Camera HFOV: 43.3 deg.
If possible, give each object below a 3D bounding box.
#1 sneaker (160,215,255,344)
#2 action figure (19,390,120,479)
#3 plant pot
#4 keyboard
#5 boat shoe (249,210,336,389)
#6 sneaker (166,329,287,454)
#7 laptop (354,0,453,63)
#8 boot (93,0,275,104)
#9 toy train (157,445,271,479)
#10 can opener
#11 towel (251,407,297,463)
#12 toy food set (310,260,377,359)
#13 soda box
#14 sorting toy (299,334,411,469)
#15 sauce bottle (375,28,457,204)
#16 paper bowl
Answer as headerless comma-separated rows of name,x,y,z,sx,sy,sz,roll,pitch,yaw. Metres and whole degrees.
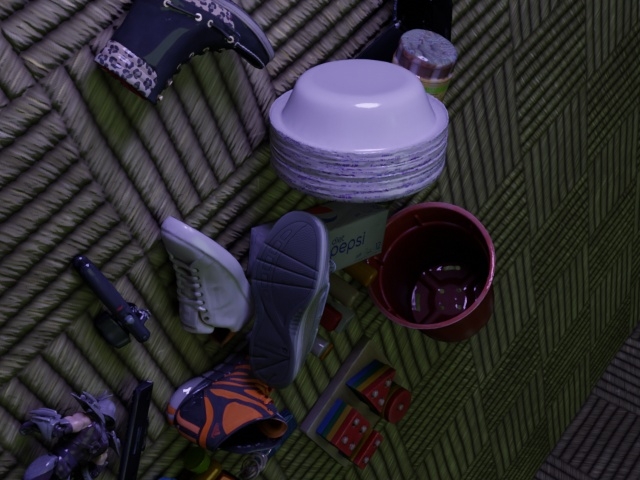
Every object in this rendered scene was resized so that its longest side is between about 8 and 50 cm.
sneaker,-0.186,0.079,1.280,0.123,0.106,0.290,-54,145,-18
action figure,-0.394,0.336,1.188,0.285,0.099,0.185,-56,140,-35
plant pot,0.259,0.093,1.749,0.272,0.272,0.265,-58,153,-8
keyboard,-0.303,0.320,1.313,0.108,0.023,0.180,9,92,-85
boat shoe,-0.043,0.093,1.336,0.103,0.118,0.321,-35,138,-57
sneaker,-0.101,0.273,1.446,0.321,0.180,0.125,-37,137,-32
laptop,0.137,-0.372,1.496,0.234,0.136,0.264,25,65,-55
boot,-0.182,-0.257,1.100,0.236,0.085,0.179,35,84,-48
toy train,-0.200,0.431,1.501,0.248,0.105,0.143,-47,128,-23
can opener,-0.304,0.092,1.180,0.073,0.059,0.186,-45,141,-24
towel,-0.095,0.409,1.669,0.119,0.029,0.067,-45,142,-25
toy food set,0.006,0.130,1.597,0.111,0.104,0.232,-29,152,-57
soda box,0.000,0.000,1.483,0.286,0.091,0.098,-21,128,-44
sorting toy,0.102,0.390,1.857,0.255,0.089,0.257,-54,143,-14
sauce bottle,0.151,-0.212,1.477,0.111,0.111,0.344,-32,151,-37
paper bowl,0.060,-0.189,1.275,0.284,0.284,0.148,-30,132,-39
